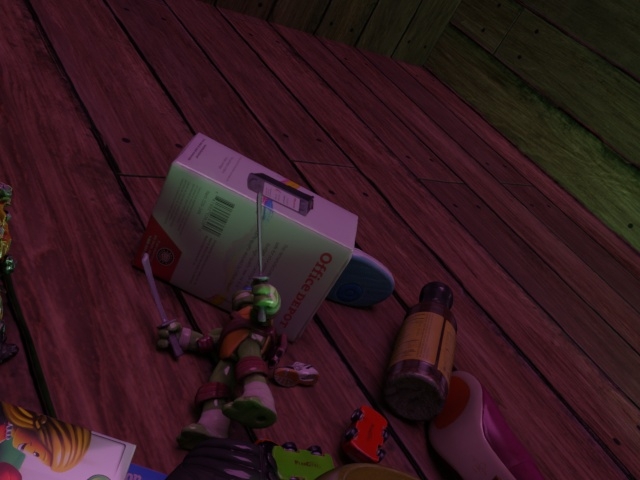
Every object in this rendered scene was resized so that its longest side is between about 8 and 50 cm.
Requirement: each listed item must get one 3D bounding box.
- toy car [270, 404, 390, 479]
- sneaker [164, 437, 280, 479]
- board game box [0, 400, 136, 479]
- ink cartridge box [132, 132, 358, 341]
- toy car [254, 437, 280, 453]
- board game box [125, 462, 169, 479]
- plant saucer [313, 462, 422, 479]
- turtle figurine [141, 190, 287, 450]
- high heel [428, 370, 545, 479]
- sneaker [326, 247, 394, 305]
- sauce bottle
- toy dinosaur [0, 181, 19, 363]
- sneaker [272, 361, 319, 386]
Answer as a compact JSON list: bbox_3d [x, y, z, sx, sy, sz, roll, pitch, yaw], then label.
[{"bbox_3d":[0.021,0.320,0.817,0.224,0.053,0.239,20,31,-29],"label":"toy car"},{"bbox_3d":[-0.046,0.318,0.667,0.295,0.105,0.147,27,35,1],"label":"sneaker"},{"bbox_3d":[-0.307,0.296,0.533,0.192,0.053,0.305,23,40,-13],"label":"board game box"},{"bbox_3d":[-0.123,-0.001,1.008,0.306,0.226,0.131,27,32,-9],"label":"ink cartridge box"},{"bbox_3d":[-0.113,0.276,0.779,0.122,0.060,0.040,16,1,-35],"label":"toy car"},{"bbox_3d":[-0.191,0.323,0.664,0.281,0.027,0.145,24,32,-12],"label":"board game box"},{"bbox_3d":[0.099,0.316,0.675,0.240,0.037,0.241,23,5,-2],"label":"plant saucer"},{"bbox_3d":[-0.147,0.128,0.834,0.197,0.275,0.266,-8,41,2],"label":"turtle figurine"},{"bbox_3d":[0.281,0.358,0.952,0.181,0.127,0.377,40,18,-16],"label":"high heel"},{"bbox_3d":[0.000,0.000,1.216,0.318,0.127,0.208,22,32,-16],"label":"sneaker"},{"bbox_3d":[0.199,0.187,1.130,0.111,0.111,0.344,33,30,3],"label":"sauce bottle"},{"bbox_3d":[-0.420,0.057,0.665,0.164,0.218,0.322,28,30,-6],"label":"toy dinosaur"},{"bbox_3d":[-0.043,0.210,0.966,0.083,0.032,0.037,15,20,-35],"label":"sneaker"}]
